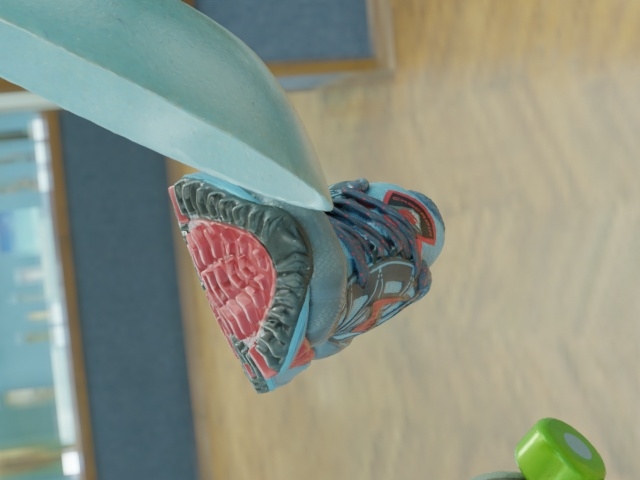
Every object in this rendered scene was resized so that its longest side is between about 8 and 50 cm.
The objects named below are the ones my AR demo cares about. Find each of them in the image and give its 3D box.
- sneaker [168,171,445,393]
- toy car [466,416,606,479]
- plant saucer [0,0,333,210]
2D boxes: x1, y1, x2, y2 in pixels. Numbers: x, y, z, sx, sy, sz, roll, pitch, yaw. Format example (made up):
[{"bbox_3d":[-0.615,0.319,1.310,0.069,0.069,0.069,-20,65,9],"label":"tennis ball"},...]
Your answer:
[{"bbox_3d":[0.000,0.000,0.930,0.104,0.125,0.262,61,174,5],"label":"sneaker"},{"bbox_3d":[0.132,0.224,1.050,0.155,0.149,0.188,-51,15,20],"label":"toy car"},{"bbox_3d":[-0.077,-0.067,0.620,0.037,0.195,0.195,-65,15,-3],"label":"plant saucer"}]
